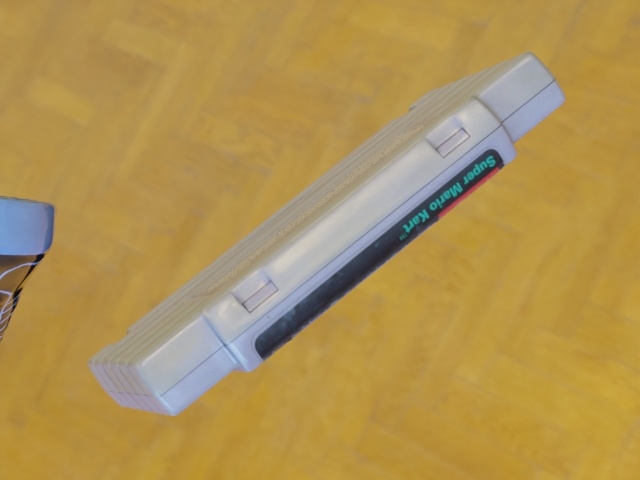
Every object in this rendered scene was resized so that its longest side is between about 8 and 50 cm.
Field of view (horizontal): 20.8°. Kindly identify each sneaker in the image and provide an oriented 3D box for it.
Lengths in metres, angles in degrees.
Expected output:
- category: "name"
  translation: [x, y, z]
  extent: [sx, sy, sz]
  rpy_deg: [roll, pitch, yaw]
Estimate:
- category: "sneaker"
  translation: [-0.190, 0.031, 0.914]
  extent: [0.232, 0.081, 0.090]
  rpy_deg: [156, 117, -69]

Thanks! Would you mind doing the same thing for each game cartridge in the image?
- category: "game cartridge"
  translation: [0.000, 0.000, 1.256]
  extent: [0.355, 0.068, 0.230]
  rpy_deg: [-39, 11, -14]
